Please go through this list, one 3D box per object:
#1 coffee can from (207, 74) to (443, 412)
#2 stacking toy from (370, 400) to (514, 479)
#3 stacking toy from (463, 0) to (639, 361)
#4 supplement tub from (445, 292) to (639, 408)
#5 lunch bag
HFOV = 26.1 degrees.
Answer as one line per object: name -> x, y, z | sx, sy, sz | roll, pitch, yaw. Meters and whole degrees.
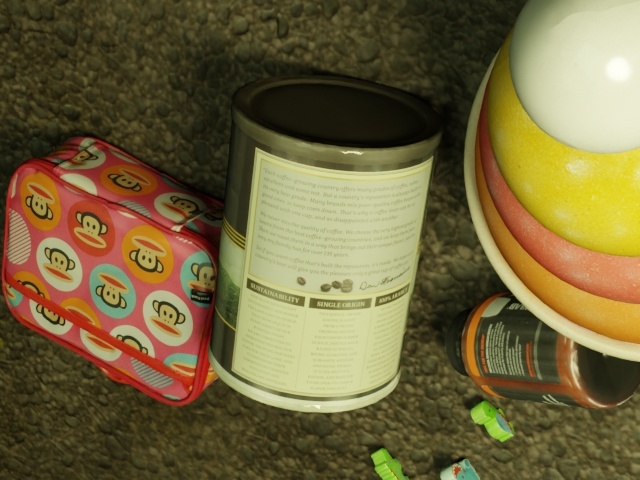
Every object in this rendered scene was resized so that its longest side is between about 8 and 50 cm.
coffee can -> 0.000, 0.000, 1.353 | 0.201, 0.201, 0.275 | 18, 116, 22
stacking toy -> 0.169, 0.292, 1.464 | 0.167, 0.052, 0.221 | -33, 90, 33
stacking toy -> 0.233, -0.084, 0.988 | 0.350, 0.480, 0.351 | -1, 86, 18
supplement tub -> 0.206, 0.101, 1.313 | 0.198, 0.106, 0.106 | -1, 110, 55
lunch bag -> -0.220, 0.047, 1.548 | 0.293, 0.120, 0.258 | 26, 123, 19
